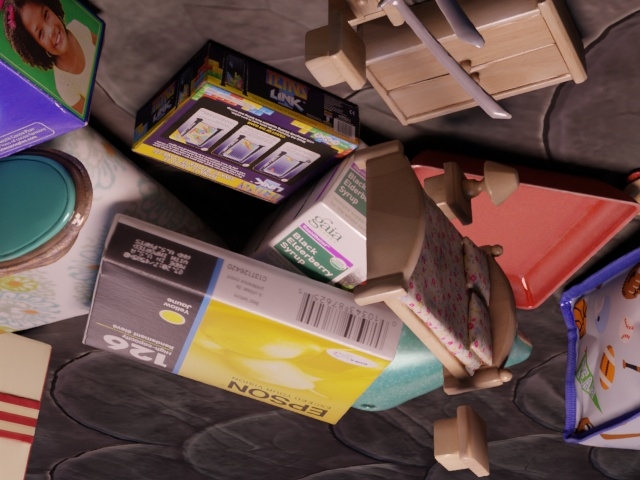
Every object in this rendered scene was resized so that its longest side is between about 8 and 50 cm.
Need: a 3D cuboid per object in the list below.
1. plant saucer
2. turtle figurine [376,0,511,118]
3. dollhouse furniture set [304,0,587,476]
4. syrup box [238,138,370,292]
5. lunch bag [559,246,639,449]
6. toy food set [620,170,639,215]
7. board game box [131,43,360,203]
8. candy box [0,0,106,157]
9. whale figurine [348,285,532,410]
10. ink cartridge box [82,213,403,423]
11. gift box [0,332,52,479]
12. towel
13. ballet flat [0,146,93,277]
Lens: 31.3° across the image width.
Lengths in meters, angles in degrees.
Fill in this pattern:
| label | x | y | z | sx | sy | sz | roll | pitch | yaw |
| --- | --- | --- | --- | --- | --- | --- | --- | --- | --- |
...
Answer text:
| label | x | y | z | sx | sy | sz | roll | pitch | yaw |
| --- | --- | --- | --- | --- | --- | --- | --- | --- | --- |
| plant saucer | 0.172 | -0.013 | 1.252 | 0.259 | 0.047 | 0.259 | 9 | 150 | -14 |
| turtle figurine | 0.007 | -0.212 | 0.716 | 0.266 | 0.198 | 0.274 | 12 | 111 | 14 |
| dollhouse furniture set | 0.121 | -0.039 | 0.896 | 0.174 | 0.355 | 0.303 | -14 | 147 | 23 |
| syrup box | 0.000 | 0.000 | 1.180 | 0.093 | 0.096 | 0.237 | 39 | 147 | -10 |
| lunch bag | 0.491 | 0.102 | 1.260 | 0.328 | 0.238 | 0.385 | 4 | 161 | -13 |
| toy food set | 0.356 | -0.052 | 1.206 | 0.083 | 0.020 | 0.083 | 8 | 150 | -13 |
| board game box | -0.071 | -0.106 | 1.092 | 0.170 | 0.048 | 0.141 | 20 | 147 | -31 |
| candy box | -0.378 | -0.176 | 0.899 | 0.268 | 0.122 | 0.317 | -15 | 148 | 28 |
| whale figurine | 0.114 | 0.140 | 1.397 | 0.272 | 0.141 | 0.216 | 1 | 155 | 24 |
| ink cartridge box | -0.101 | 0.110 | 1.236 | 0.304 | 0.072 | 0.307 | 18 | 148 | -6 |
| gift box | -0.511 | 0.199 | 1.443 | 0.258 | 0.255 | 0.276 | 24 | 149 | -38 |
| towel | -0.335 | -0.013 | 1.229 | 0.375 | 0.090 | 0.320 | -14 | 150 | 24 |
| ballet flat | -0.299 | -0.012 | 1.055 | 0.316 | 0.107 | 0.106 | -14 | 170 | 32 |
